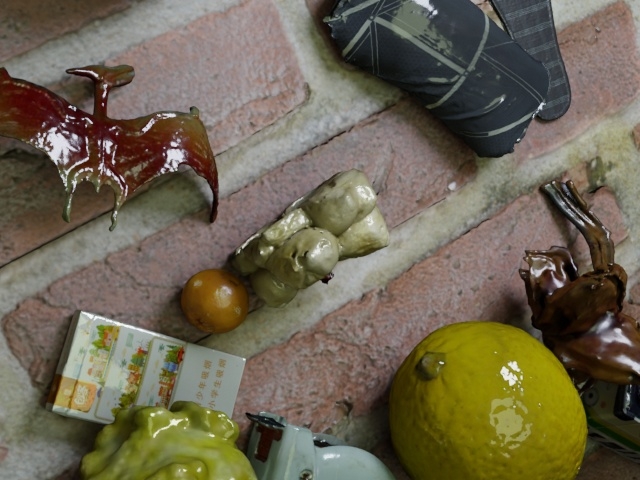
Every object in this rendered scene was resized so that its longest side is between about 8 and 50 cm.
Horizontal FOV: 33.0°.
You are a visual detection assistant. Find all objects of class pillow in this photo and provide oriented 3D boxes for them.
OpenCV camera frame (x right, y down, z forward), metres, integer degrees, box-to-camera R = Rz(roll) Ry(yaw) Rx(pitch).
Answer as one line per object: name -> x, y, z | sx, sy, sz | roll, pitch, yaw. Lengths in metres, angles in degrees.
pillow -> 0.157, -0.239, 1.397 | 0.335, 0.093, 0.161 | 33, 83, -24

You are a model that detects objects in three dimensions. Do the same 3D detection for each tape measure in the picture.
tape measure -> -0.007, 0.358, 1.350 | 0.246, 0.125, 0.243 | 18, 87, -26

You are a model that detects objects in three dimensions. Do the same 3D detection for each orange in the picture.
orange -> -0.126, 0.073, 1.289 | 0.083, 0.083, 0.070 | 54, 46, -20

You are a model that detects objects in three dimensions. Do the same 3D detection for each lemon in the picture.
lemon -> 0.212, 0.231, 1.383 | 0.267, 0.267, 0.267 | -3, 96, -27

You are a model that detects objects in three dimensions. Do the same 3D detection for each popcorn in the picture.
popcorn -> -0.157, 0.323, 1.176 | 0.235, 0.250, 0.241 | -35, 119, 6

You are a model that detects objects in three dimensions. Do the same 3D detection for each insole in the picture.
insole -> 0.284, -0.314, 1.499 | 0.110, 0.012, 0.309 | -24, 104, -24

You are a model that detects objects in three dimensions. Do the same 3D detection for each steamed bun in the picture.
steamed bun -> 0.000, 0.000, 1.285 | 0.177, 0.192, 0.106 | -40, 96, -28

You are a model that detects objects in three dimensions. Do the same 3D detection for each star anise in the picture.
star anise -> 0.348, 0.061, 1.449 | 0.148, 0.346, 0.237 | -6, 143, -1

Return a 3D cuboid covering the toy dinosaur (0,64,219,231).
toy dinosaur -> -0.268, -0.096, 1.206 | 0.327, 0.113, 0.206 | -17, 76, -35

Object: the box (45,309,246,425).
box -> -0.202, 0.170, 1.280 | 0.220, 0.032, 0.122 | 20, 79, -28

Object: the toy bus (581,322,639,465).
toy bus -> 0.488, 0.247, 1.558 | 0.305, 0.179, 0.143 | 29, 63, -26
